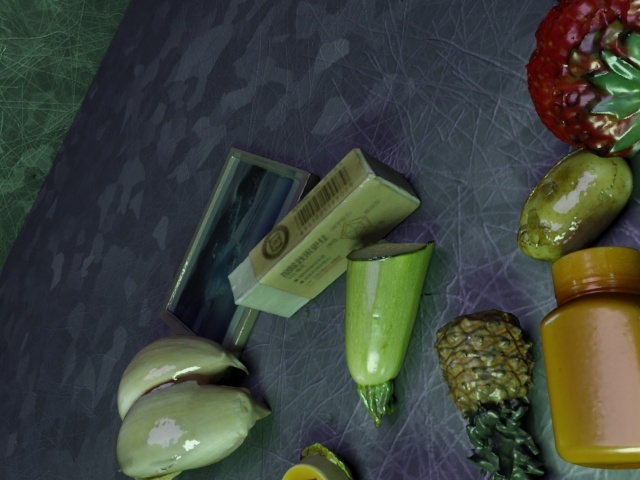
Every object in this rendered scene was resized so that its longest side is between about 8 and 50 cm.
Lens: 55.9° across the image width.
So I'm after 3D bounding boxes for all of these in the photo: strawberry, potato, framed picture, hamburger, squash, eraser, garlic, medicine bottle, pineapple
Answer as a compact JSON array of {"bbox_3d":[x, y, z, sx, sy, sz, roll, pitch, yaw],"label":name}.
[{"bbox_3d":[0.370,-0.238,0.697,0.249,0.239,0.288,1,45,10],"label":"strawberry"},{"bbox_3d":[0.322,-0.046,0.777,0.170,0.080,0.107,-48,57,17],"label":"potato"},{"bbox_3d":[-0.196,0.027,1.309,0.326,0.028,0.446,24,90,48],"label":"framed picture"},{"bbox_3d":[-0.002,0.383,0.914,0.126,0.081,0.141,-44,59,26],"label":"hamburger"},{"bbox_3d":[0.078,0.127,0.916,0.137,0.137,0.288,7,80,47],"label":"squash"},{"bbox_3d":[0.000,0.000,1.036,0.343,0.144,0.078,-42,49,23],"label":"eraser"},{"bbox_3d":[-0.265,0.324,1.134,0.313,0.249,0.286,-45,16,37],"label":"garlic"},{"bbox_3d":[0.317,0.126,0.650,0.112,0.149,0.222,-19,59,38],"label":"medicine bottle"},{"bbox_3d":[0.218,0.216,0.739,0.128,0.128,0.248,-26,60,36],"label":"pineapple"}]
